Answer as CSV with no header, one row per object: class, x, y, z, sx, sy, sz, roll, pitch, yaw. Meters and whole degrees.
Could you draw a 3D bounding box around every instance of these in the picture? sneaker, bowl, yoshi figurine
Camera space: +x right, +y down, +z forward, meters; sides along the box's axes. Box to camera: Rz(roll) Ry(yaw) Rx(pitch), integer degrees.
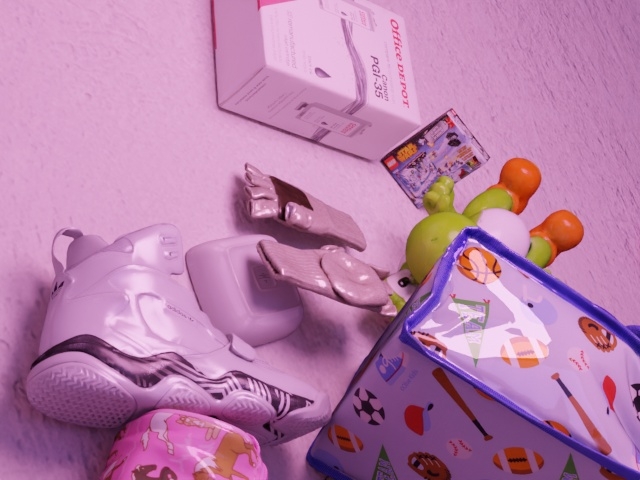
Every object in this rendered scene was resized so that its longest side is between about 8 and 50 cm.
sneaker,-0.143,0.105,1.286,0.366,0.137,0.210,15,57,-35
bowl,-0.083,0.055,1.439,0.142,0.053,0.142,-7,71,-47
yoshi figurine,0.224,0.004,1.606,0.362,0.203,0.203,-31,120,-40

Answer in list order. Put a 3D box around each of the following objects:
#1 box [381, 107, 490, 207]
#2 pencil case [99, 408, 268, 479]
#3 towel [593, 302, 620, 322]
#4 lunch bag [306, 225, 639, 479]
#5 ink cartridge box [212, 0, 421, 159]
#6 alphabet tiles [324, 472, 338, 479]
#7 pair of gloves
box,0.168,-0.120,1.720,0.094,0.137,0.027,51,36,-7
pencil case,-0.159,0.346,1.106,0.167,0.160,0.386,31,47,-24
towel,0.451,0.200,1.682,0.227,0.076,0.308,48,-1,27
lunch bag,0.233,0.218,1.350,0.385,0.328,0.239,33,52,4
ink cartridge box,-0.005,-0.259,1.657,0.283,0.117,0.207,16,55,-36
alphabet tiles,0.131,0.400,1.457,0.342,0.011,0.285,52,41,-6
pair of gloves,0.000,0.000,1.485,0.204,0.042,0.240,22,26,-30
